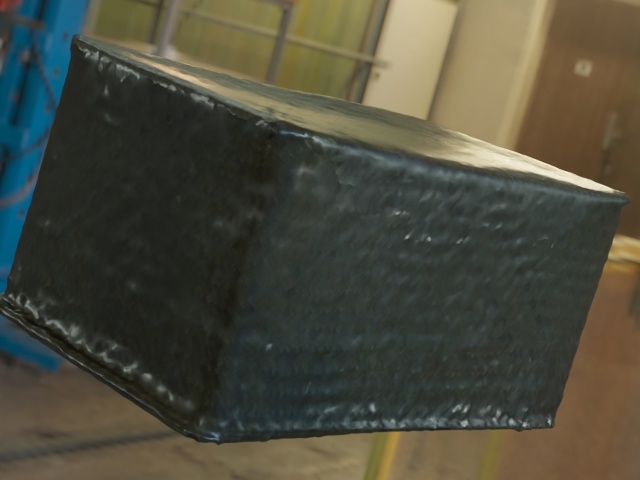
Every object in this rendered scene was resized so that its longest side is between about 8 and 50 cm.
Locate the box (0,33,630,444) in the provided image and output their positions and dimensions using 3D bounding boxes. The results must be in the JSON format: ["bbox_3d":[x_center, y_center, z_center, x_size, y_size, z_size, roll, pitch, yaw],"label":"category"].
[{"bbox_3d":[-0.001,0.002,0.765,0.273,0.143,0.184,7,13,-46],"label":"box"}]
